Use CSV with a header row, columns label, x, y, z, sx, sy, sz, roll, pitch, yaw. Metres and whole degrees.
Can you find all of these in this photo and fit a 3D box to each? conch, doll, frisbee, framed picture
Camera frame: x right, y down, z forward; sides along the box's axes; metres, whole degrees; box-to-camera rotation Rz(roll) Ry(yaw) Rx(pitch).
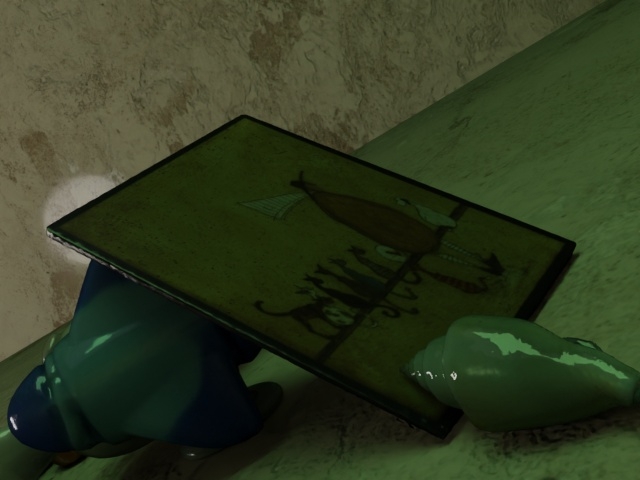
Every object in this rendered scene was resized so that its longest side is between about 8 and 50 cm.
label,x,y,z,sx,sy,sz,roll,pitch,yaw
conch,0.111,0.078,0.485,0.180,0.088,0.065,-4,70,51
doll,-0.160,0.093,0.781,0.366,0.187,0.376,-33,26,46
frisbee,-0.084,0.164,0.795,0.110,0.014,0.110,-31,8,5
framed picture,0.000,0.000,0.673,0.339,0.014,0.255,24,38,24

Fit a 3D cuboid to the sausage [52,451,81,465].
label,x,y,z,sx,sy,sz,roll,pitch,yaw
sausage,-0.302,0.210,1.074,0.089,0.089,0.179,-30,18,14
